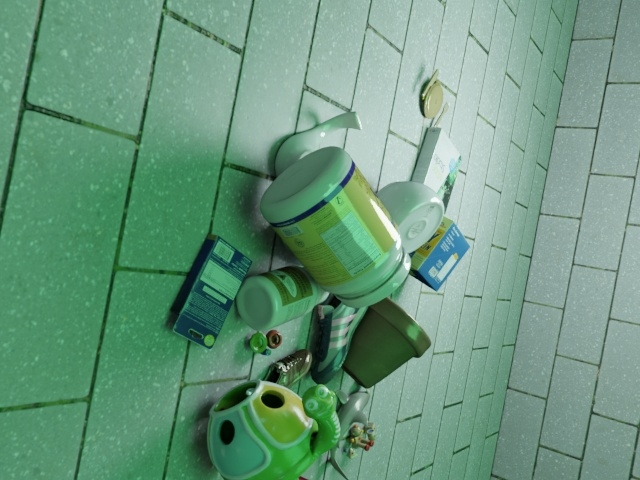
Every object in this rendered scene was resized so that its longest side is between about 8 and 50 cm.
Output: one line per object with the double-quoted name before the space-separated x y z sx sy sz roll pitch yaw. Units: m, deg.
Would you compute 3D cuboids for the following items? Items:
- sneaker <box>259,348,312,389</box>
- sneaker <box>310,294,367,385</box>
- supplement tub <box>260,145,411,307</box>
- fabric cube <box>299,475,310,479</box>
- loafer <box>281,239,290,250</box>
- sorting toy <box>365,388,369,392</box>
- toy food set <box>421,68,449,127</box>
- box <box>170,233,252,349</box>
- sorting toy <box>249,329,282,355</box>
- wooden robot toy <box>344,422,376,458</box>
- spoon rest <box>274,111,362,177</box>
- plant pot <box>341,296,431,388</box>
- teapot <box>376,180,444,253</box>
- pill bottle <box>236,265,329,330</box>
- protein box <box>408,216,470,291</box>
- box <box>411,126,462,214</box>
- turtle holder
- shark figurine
"sneaker" -0.090 0.340 1.517 0.188 0.066 0.071 -46 132 -38
"sneaker" 0.025 0.247 1.645 0.131 0.112 0.318 31 74 -27
"supplement tub" 0.043 -0.026 1.357 0.331 0.241 0.241 52 55 -25
"fabric cube" -0.085 0.783 1.475 0.259 0.254 0.257 9 91 -54
"loafer" 0.000 0.000 1.531 0.269 0.092 0.101 19 83 -54
"sorting toy" 0.144 0.449 1.883 0.062 0.012 0.083 -91 159 -57
"toy food set" 0.383 -0.484 1.990 0.132 0.039 0.192 -58 145 -16
"box" -0.243 0.115 1.275 0.136 0.037 0.225 45 62 -49
"sorting toy" -0.144 0.258 1.452 0.102 0.042 0.061 -2 85 -42
"wooden robot toy" 0.134 0.637 1.901 0.173 0.076 0.078 -27 109 -48
"spoon rest" -0.014 -0.237 1.483 0.276 0.084 0.137 -42 130 -23
"plant pot" 0.158 0.309 1.733 0.229 0.263 0.263 -46 135 -12
"teapot" 0.233 -0.090 1.762 0.253 0.187 0.256 -33 147 -13
"pill bottle" -0.083 0.131 1.417 0.229 0.131 0.131 -14 110 -52
"protein box" 0.373 0.030 1.965 0.201 0.136 0.200 -53 140 -4
"box" 0.405 -0.207 2.064 0.232 0.059 0.321 33 73 -52
"turtle holder" -0.117 0.441 1.304 0.243 0.320 0.227 -37 102 -36
"shark figurine" 0.092 0.581 1.791 0.166 0.116 0.278 52 55 -45
